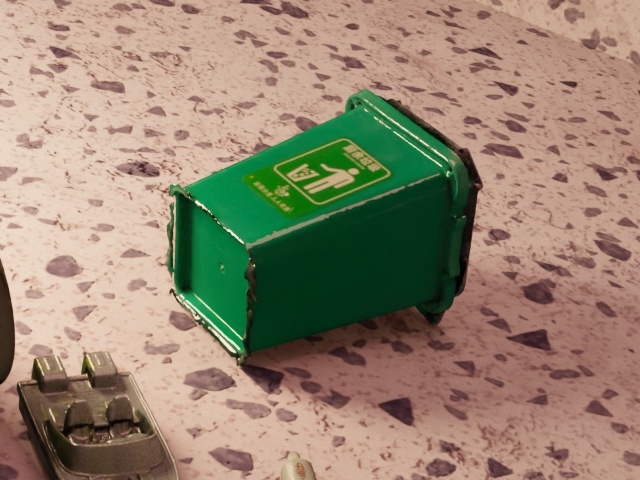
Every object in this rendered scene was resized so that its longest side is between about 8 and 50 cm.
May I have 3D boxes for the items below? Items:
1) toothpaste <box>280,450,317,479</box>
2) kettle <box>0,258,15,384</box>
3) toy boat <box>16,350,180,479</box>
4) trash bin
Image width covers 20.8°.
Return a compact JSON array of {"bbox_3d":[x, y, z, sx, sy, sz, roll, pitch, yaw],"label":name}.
[{"bbox_3d":[-0.012,0.319,1.975,0.060,0.038,0.233,2,33,-14],"label":"toothpaste"},{"bbox_3d":[-0.533,0.074,1.920,0.342,0.319,0.247,-14,73,-30],"label":"kettle"},{"bbox_3d":[-0.239,0.240,1.957,0.141,0.092,0.319,-4,34,-25],"label":"toy boat"},{"bbox_3d":[0.000,0.000,2.338,0.381,0.295,0.259,-20,42,-30],"label":"trash bin"}]
